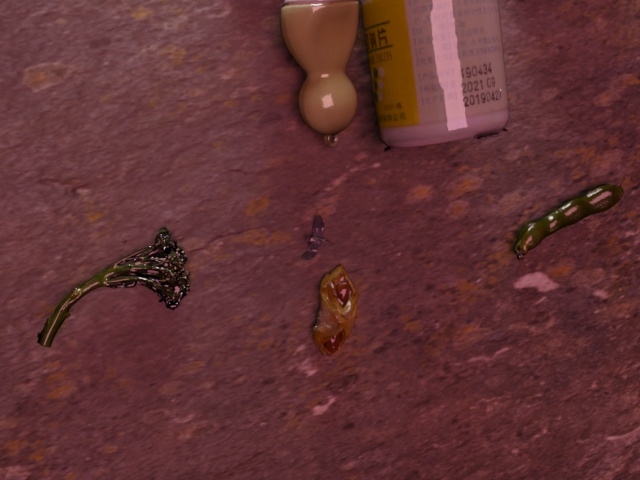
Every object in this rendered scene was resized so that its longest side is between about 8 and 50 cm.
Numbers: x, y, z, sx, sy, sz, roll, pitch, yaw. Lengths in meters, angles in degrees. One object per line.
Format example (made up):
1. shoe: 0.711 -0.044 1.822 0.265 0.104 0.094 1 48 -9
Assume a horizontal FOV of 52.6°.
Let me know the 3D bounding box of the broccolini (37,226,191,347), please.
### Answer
1. broccolini: -0.325 0.101 1.053 0.271 0.062 0.123 -36 91 -12

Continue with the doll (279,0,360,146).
1. doll: 0.000 -0.299 1.048 0.141 0.117 0.296 -21 119 -41

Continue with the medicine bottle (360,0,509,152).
1. medicine bottle: 0.176 -0.343 1.026 0.213 0.213 0.379 -12 102 -12

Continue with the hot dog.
1. hot dog: 0.031 0.129 1.149 0.078 0.061 0.169 5 98 -17

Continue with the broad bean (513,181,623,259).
1. broad bean: 0.470 -0.044 1.239 0.256 0.053 0.052 -30 143 -7

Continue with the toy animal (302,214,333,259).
1. toy animal: 0.000 0.000 1.136 0.050 0.028 0.084 20 95 -8
